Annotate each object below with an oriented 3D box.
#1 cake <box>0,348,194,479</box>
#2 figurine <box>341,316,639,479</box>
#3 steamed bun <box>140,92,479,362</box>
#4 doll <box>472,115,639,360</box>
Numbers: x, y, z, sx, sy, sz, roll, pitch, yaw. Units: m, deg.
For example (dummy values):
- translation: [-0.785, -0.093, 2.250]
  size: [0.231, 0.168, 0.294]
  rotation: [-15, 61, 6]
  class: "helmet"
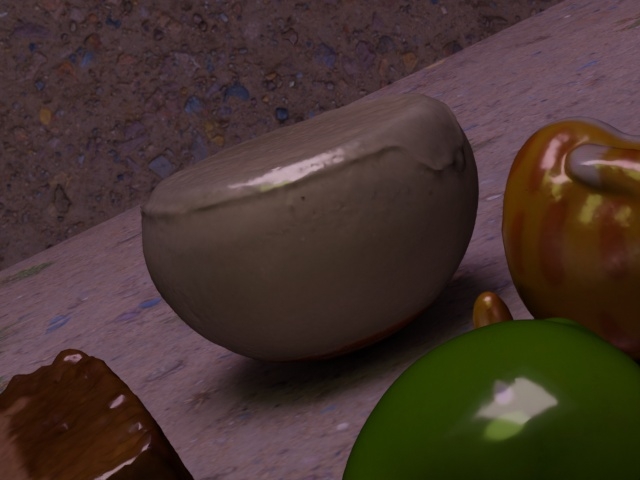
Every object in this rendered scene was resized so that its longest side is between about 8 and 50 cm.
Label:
- translation: [-0.154, 0.200, 0.569]
  size: [0.293, 0.199, 0.196]
  rotation: [-30, 19, -14]
  class: "cake"
- translation: [0.088, 0.128, 0.570]
  size: [0.162, 0.143, 0.263]
  rotation: [-50, 19, 18]
  class: "figurine"
- translation: [0.000, 0.000, 1.164]
  size: [0.283, 0.177, 0.283]
  rotation: [-18, 12, 4]
  class: "steamed bun"
- translation: [0.235, -0.012, 0.864]
  size: [0.269, 0.162, 0.166]
  rotation: [-19, -19, 39]
  class: "doll"
